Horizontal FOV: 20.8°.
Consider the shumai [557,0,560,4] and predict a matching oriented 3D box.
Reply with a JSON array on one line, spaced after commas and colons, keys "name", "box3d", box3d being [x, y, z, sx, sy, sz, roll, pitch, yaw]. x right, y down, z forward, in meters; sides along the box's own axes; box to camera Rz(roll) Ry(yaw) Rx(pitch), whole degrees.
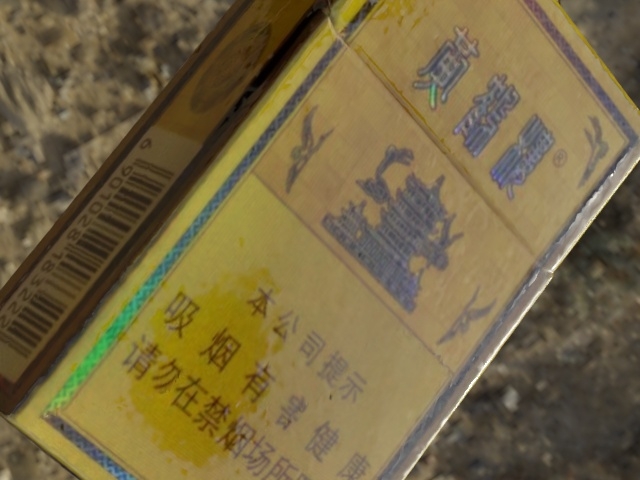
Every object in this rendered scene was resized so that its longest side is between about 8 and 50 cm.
[{"name": "shumai", "box3d": [0.133, -0.137, 1.231, 0.105, 0.123, 0.139, -9, 125, -23]}]

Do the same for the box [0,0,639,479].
[{"name": "box", "box3d": [0.000, 0.000, 0.790, 0.301, 0.084, 0.193, -52, 127, -11]}]
